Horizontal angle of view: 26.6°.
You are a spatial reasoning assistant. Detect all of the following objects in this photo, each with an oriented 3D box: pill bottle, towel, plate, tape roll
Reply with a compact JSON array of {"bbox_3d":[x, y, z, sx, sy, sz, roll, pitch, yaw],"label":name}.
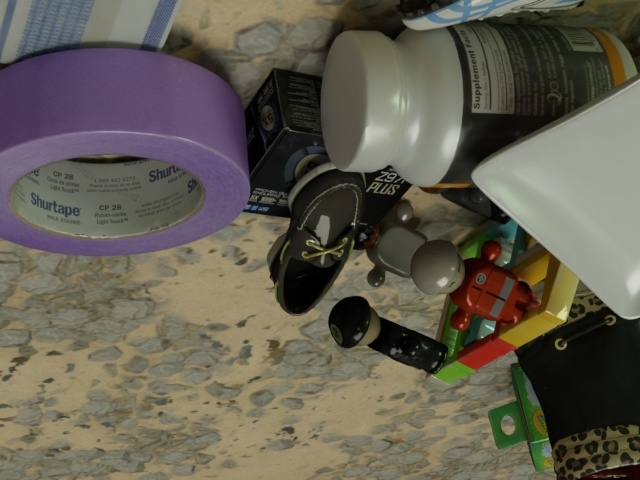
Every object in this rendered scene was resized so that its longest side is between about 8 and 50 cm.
[{"bbox_3d":[0.151,-0.130,1.302,0.278,0.162,0.162,-1,148,-19],"label":"pill bottle"},{"bbox_3d":[-0.256,-0.221,1.157,0.285,0.034,0.209,4,148,-20],"label":"towel"},{"bbox_3d":[0.323,-0.061,1.236,0.277,0.045,0.278,-31,128,29],"label":"plate"},{"bbox_3d":[-0.207,-0.078,1.317,0.274,0.090,0.275,-4,157,-2],"label":"tape roll"}]

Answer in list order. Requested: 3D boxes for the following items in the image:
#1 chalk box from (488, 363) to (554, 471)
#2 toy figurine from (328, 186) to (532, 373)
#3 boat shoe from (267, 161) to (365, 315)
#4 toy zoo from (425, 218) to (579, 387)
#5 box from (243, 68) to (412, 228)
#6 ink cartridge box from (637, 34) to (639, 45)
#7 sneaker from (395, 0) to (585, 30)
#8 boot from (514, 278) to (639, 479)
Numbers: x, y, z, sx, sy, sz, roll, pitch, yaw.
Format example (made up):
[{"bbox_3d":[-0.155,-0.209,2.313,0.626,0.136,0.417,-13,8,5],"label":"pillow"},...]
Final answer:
[{"bbox_3d":[0.361,0.256,2.040,0.213,0.132,0.132,-15,150,4],"label":"chalk box"},{"bbox_3d":[0.112,0.022,1.501,0.148,0.210,0.213,24,139,-30],"label":"toy figurine"},{"bbox_3d":[0.000,0.000,1.410,0.081,0.069,0.228,0,149,-17],"label":"boat shoe"},{"bbox_3d":[0.225,0.039,1.540,0.030,0.192,0.293,27,148,-16],"label":"toy zoo"},{"bbox_3d":[0.007,-0.091,1.408,0.180,0.078,0.147,8,145,-27],"label":"box"},{"bbox_3d":[0.426,-0.191,1.333,0.198,0.115,0.067,-25,147,25],"label":"ink cartridge box"},{"bbox_3d":[0.185,-0.231,1.215,0.237,0.085,0.086,-18,127,11],"label":"sneaker"},{"bbox_3d":[0.442,0.175,1.778,0.377,0.284,0.138,-5,149,-8],"label":"boot"}]
